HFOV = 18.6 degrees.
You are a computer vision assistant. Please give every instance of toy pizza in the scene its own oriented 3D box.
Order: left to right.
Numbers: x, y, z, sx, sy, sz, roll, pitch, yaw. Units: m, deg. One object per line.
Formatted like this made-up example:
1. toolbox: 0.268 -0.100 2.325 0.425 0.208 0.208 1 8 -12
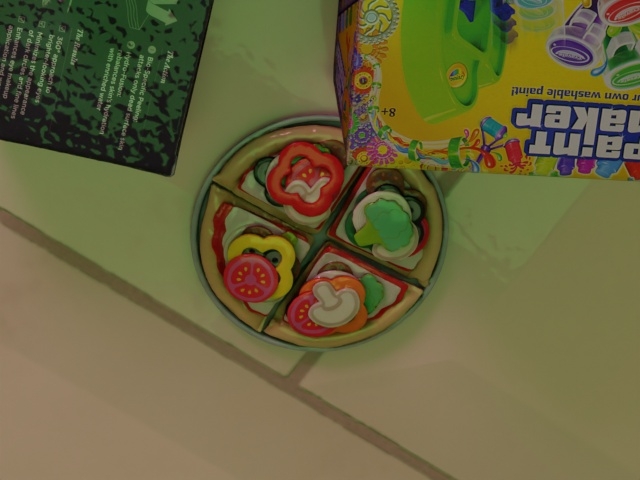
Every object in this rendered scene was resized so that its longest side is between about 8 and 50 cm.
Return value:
1. toy pizza: 0.000 0.000 1.510 0.201 0.032 0.201 -1 114 -3

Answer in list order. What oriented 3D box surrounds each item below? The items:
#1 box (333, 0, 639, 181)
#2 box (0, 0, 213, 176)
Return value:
1. box: 0.166 -0.202 1.354 0.290 0.177 0.279 2 115 -4
2. box: -0.164 -0.146 1.402 0.158 0.093 0.156 13 111 -8
